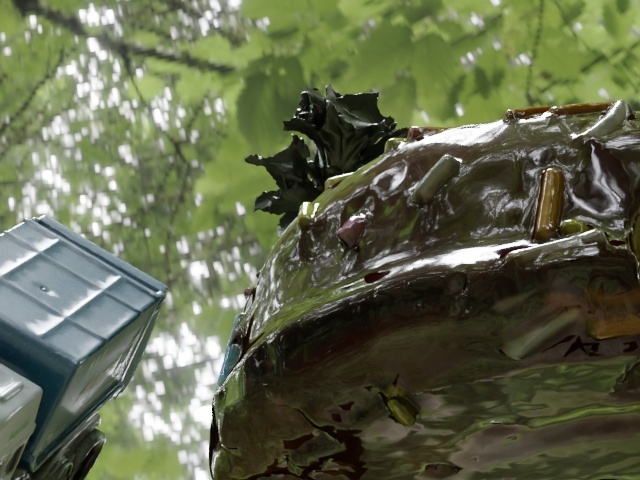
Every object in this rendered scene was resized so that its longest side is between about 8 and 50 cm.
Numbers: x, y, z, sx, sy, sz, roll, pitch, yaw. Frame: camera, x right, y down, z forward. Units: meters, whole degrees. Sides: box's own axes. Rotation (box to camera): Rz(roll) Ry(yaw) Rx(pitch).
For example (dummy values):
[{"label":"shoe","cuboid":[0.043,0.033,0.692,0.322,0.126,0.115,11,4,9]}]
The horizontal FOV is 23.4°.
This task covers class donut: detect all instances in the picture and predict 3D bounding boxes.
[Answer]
[{"label":"donut","cuboid":[0.078,0.044,0.487,0.230,0.096,0.216,12,-32,-22]}]

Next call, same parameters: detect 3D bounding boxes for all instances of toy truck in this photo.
[{"label":"toy truck","cuboid":[-0.229,0.107,1.054,0.146,0.367,0.175,28,-71,4]}]

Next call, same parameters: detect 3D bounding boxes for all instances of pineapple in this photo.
[{"label":"pineapple","cuboid":[0.000,0.000,1.160,0.125,0.125,0.251,-1,-56,-14]}]
